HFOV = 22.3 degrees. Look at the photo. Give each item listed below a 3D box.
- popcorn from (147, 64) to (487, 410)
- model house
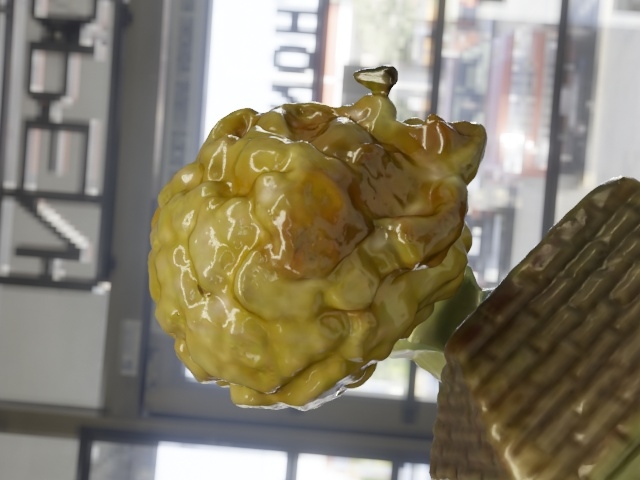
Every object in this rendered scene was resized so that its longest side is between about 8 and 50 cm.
[{"bbox_3d":[0.000,0.000,0.805,0.180,0.180,0.170,-74,-15,-72],"label":"popcorn"},{"bbox_3d":[0.154,0.134,0.908,0.261,0.266,0.321,-46,8,-16],"label":"model house"}]
